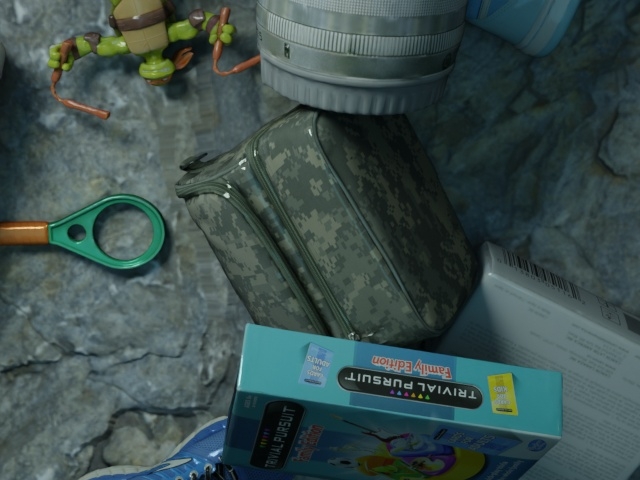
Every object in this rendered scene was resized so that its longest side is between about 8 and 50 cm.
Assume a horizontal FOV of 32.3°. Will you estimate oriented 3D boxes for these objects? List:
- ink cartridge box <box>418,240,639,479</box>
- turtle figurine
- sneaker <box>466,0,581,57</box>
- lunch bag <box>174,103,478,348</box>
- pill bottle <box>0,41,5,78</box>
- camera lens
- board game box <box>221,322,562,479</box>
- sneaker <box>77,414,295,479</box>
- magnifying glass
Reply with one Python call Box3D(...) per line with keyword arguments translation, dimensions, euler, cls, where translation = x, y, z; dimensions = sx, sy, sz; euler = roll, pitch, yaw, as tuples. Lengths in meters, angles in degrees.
Box3D(translation=(0.247, 0.228, 1.407), dimensions=(0.308, 0.091, 0.385), euler=(26, 117, -9), cls="ink cartridge box")
Box3D(translation=(-0.192, -0.264, 1.248), dimensions=(0.269, 0.087, 0.217), euler=(-9, 119, 6), cls="turtle figurine")
Box3D(translation=(0.216, -0.382, 1.224), dimensions=(0.208, 0.127, 0.319), euler=(17, 101, -8), cls="sneaker")
Box3D(translation=(0.000, 0.000, 1.263), dimensions=(0.256, 0.212, 0.305), euler=(-22, 104, 35), cls="lunch bag")
Box3D(translation=(-0.464, -0.094, 1.233), dimensions=(0.169, 0.169, 0.302), euler=(15, 102, -6), cls="pill bottle")
Box3D(translation=(0.047, -0.290, 1.120), dimensions=(0.219, 0.219, 0.274), euler=(3, 118, -4), cls="camera lens")
Box3D(translation=(0.067, 0.202, 1.233), dimensions=(0.336, 0.254, 0.079), euler=(9, 61, -4), cls="board game box")
Box3D(translation=(-0.169, 0.321, 1.356), dimensions=(0.330, 0.147, 0.130), euler=(-24, 103, 2), cls="sneaker")
Box3D(translation=(-0.303, -0.009, 1.335), dimensions=(0.230, 0.026, 0.092), euler=(-1, 103, -2), cls="magnifying glass")
